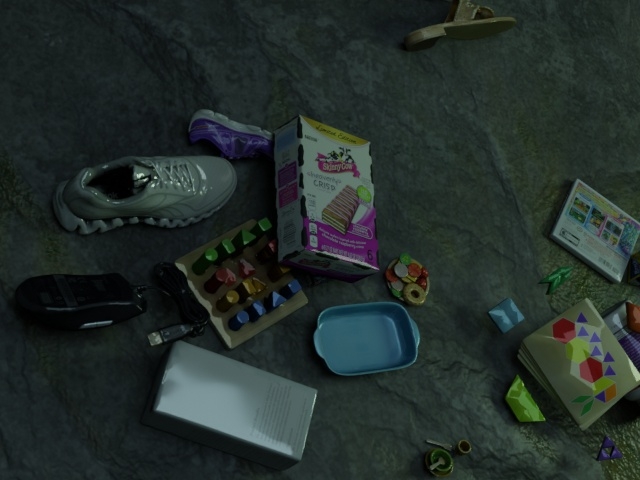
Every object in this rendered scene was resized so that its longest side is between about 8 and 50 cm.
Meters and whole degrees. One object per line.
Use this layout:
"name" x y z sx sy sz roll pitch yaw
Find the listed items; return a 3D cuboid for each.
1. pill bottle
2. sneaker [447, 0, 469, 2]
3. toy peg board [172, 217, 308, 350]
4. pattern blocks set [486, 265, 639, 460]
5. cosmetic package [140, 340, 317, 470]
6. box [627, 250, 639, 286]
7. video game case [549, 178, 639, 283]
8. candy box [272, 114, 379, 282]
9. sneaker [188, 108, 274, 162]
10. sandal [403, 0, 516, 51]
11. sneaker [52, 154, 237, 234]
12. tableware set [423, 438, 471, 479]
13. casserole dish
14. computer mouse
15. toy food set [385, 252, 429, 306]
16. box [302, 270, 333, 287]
"pill bottle" 0.543 0.208 2.002 0.108 0.108 0.193 -32 84 -32
"sneaker" 0.233 -0.483 2.177 0.134 0.070 0.050 9 67 -20
"toy peg board" -0.111 0.056 1.779 0.161 0.079 0.160 -30 83 -31
"pattern blocks set" 0.436 0.207 1.935 0.286 0.026 0.324 -25 84 -4
"cosmetic package" -0.131 0.241 1.688 0.231 0.085 0.117 22 61 -13
"box" 0.651 0.071 2.143 0.169 0.054 0.059 20 62 -17
"video game case" 0.507 -0.017 2.135 0.157 0.019 0.143 34 58 -7
"candy box" 0.009 -0.064 1.835 0.159 0.071 0.233 16 60 -39
"sneaker" -0.134 -0.153 1.878 0.170 0.068 0.071 18 80 -10
"sandal" 0.253 -0.414 2.146 0.240 0.088 0.079 -16 82 -24
"sneaker" -0.250 -0.081 1.752 0.292 0.118 0.110 -12 73 -30
"tableware set" 0.210 0.380 1.804 0.104 0.024 0.154 16 52 -12
"casserole dish" 0.068 0.159 1.844 0.189 0.037 0.114 -4 70 -27
"computer mouse" -0.290 0.110 1.649 0.262 0.060 0.184 -6 34 -32
"toy food set" 0.145 0.065 1.929 0.083 0.020 0.083 33 59 -9
"box" 0.000 0.000 1.885 0.094 0.027 0.137 -16 76 -31
